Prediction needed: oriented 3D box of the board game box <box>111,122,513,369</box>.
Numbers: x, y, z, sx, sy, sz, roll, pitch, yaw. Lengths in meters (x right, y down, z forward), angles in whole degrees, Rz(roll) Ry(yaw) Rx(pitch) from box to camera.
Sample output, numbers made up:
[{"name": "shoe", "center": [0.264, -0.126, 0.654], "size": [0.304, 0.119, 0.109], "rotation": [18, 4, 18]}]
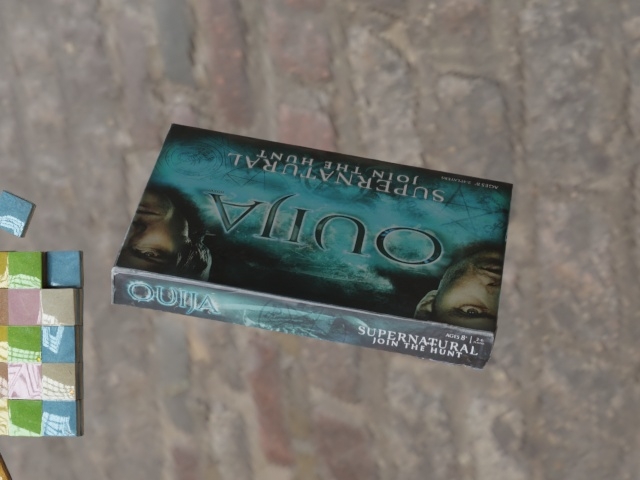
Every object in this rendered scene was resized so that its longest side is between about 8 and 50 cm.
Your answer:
[{"name": "board game box", "center": [0.000, 0.000, 0.830], "size": [0.186, 0.126, 0.026], "rotation": [9, 129, 4]}]

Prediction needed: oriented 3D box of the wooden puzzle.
[{"name": "wooden puzzle", "center": [-0.087, 0.028, 0.443], "size": [0.049, 0.006, 0.083], "rotation": [0, 91, 17]}]
